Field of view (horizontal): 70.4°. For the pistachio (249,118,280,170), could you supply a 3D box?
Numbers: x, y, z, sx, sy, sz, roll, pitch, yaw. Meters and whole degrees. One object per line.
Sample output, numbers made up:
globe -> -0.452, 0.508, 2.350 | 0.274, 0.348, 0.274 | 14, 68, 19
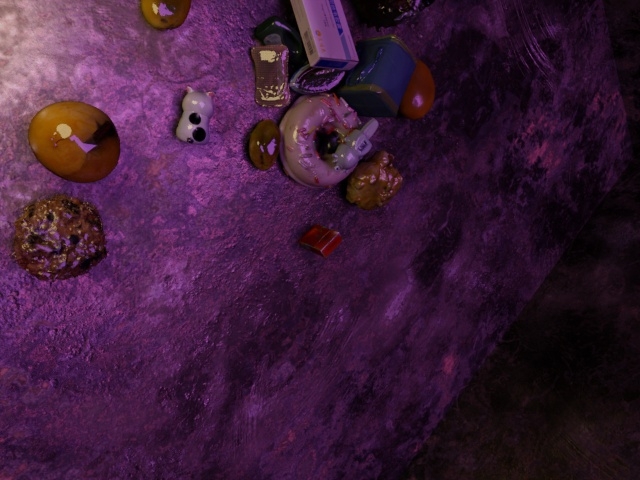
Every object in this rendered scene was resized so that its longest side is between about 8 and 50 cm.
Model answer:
pistachio -> -0.206, -0.352, 1.661 | 0.110, 0.100, 0.190 | 11, 97, -28

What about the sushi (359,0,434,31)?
sushi -> 0.272, -0.976, 1.694 | 0.281, 0.299, 0.294 | -39, 121, -20

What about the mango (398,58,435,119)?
mango -> 0.419, -0.653, 1.975 | 0.175, 0.139, 0.255 | 9, 91, -38

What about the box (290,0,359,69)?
box -> 0.005, -0.783, 1.611 | 0.200, 0.065, 0.344 | -13, 85, -40

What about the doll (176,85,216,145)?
doll -> -0.413, -0.406, 1.508 | 0.110, 0.107, 0.181 | 11, 90, -14

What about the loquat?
loquat -> -0.688, -0.278, 1.283 | 0.234, 0.235, 0.235 | -9, 107, -31

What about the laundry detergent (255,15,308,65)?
laundry detergent -> -0.116, -0.696, 1.611 | 0.210, 0.137, 0.063 | 29, 64, -38

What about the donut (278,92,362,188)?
donut -> 0.014, -0.384, 1.775 | 0.382, 0.142, 0.384 | -10, 108, -32

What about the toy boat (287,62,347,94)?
toy boat -> -0.015, -0.612, 1.698 | 0.261, 0.115, 0.114 | -21, 119, -18

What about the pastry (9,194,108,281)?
pastry -> -0.769, -0.005, 1.342 | 0.274, 0.192, 0.275 | 14, 70, -43

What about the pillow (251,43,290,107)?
pillow -> -0.173, -0.583, 1.618 | 0.135, 0.034, 0.212 | 0, 112, 5

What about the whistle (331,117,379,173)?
whistle -> 0.131, -0.358, 1.711 | 0.253, 0.105, 0.102 | -51, 155, -5

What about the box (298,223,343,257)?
box -> 0.000, -0.001, 1.843 | 0.112, 0.175, 0.048 | -45, 123, -17

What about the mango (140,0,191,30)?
mango -> -0.467, -0.740, 1.390 | 0.137, 0.098, 0.195 | 20, 86, -32

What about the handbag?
handbag -> 0.216, -0.628, 1.767 | 0.222, 0.263, 0.241 | 31, 81, -42

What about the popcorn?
popcorn -> 0.220, -0.257, 1.916 | 0.232, 0.192, 0.266 | 11, 114, -32
